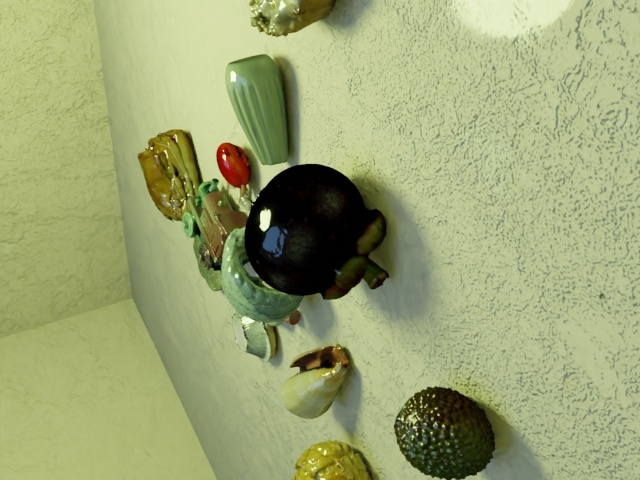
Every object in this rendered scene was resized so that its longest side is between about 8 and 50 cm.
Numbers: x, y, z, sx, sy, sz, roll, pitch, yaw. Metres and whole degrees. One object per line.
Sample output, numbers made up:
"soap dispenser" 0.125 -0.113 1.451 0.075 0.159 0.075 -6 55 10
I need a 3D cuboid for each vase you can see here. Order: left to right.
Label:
"vase" -0.135 -0.294 1.342 0.128 0.128 0.248 24 134 56

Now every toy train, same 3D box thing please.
"toy train" -0.324 -0.049 1.819 0.304 0.150 0.222 58 139 30

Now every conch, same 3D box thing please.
"conch" 0.006 0.358 1.473 0.255 0.127 0.158 -35 41 39

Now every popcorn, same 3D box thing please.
"popcorn" 0.030 0.628 1.473 0.250 0.189 0.251 170 90 -66

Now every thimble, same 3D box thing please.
"thimble" -0.147 0.083 1.478 0.250 0.204 0.172 46 152 14

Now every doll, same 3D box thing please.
"doll" -0.242 -0.202 1.636 0.183 0.085 0.217 57 166 32

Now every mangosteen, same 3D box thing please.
"mangosteen" 0.000 0.000 1.146 0.302 0.275 0.275 33 144 3

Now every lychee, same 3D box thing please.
"lychee" 0.217 0.334 0.998 0.171 0.171 0.171 39 137 48

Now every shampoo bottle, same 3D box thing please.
"shampoo bottle" -0.137 0.189 1.666 0.220 0.051 0.108 19 102 50

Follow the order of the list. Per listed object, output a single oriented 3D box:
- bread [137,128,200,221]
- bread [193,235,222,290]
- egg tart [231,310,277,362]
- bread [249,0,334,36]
"bread" -0.544 -0.227 2.087 0.277 0.166 0.325 14 116 59
"bread" -0.410 0.075 2.132 0.287 0.056 0.207 61 149 26
"egg tart" -0.219 0.282 1.847 0.234 0.094 0.234 43 142 47
"bread" -0.065 -0.516 1.052 0.274 0.149 0.274 36 138 41
